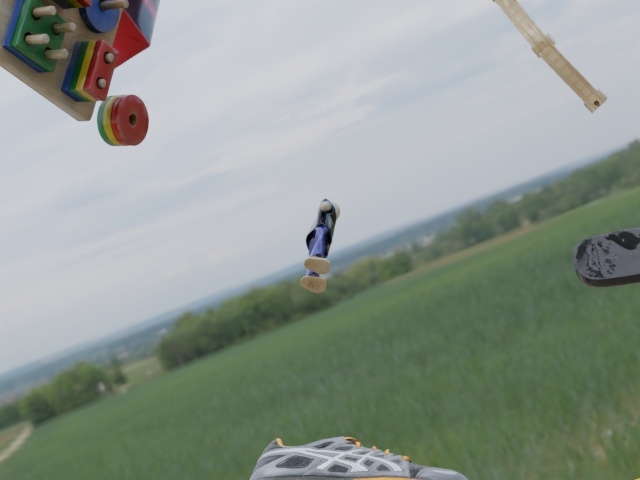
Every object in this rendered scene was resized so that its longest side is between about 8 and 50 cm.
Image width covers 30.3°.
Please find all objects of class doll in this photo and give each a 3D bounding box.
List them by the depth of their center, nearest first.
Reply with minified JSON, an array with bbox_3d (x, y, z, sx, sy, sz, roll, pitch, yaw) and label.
[{"bbox_3d":[0.000,0.000,1.835,0.046,0.129,0.189,12,38,-1],"label":"doll"}]

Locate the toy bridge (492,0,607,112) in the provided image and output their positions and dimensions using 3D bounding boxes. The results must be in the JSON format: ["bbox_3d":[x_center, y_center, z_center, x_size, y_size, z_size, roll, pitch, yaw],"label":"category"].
[{"bbox_3d":[0.249,-0.218,1.315,0.026,0.188,0.063,-41,1,18],"label":"toy bridge"}]

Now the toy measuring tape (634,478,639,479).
[{"bbox_3d":[0.483,0.387,1.513,0.121,0.121,0.330,-20,28,-34],"label":"toy measuring tape"}]

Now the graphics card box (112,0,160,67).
[{"bbox_3d":[-0.331,-0.422,1.728,0.094,0.233,0.371,-29,28,14],"label":"graphics card box"}]

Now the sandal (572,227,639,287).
[{"bbox_3d":[0.295,0.000,0.957,0.179,0.067,0.040,-10,-46,5],"label":"sandal"}]

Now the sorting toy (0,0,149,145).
[{"bbox_3d":[-0.210,-0.189,0.968,0.046,0.132,0.274,2,-20,30],"label":"sorting toy"}]

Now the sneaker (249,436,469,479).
[{"bbox_3d":[0.035,0.219,1.083,0.214,0.084,0.083,1,41,8],"label":"sneaker"}]
